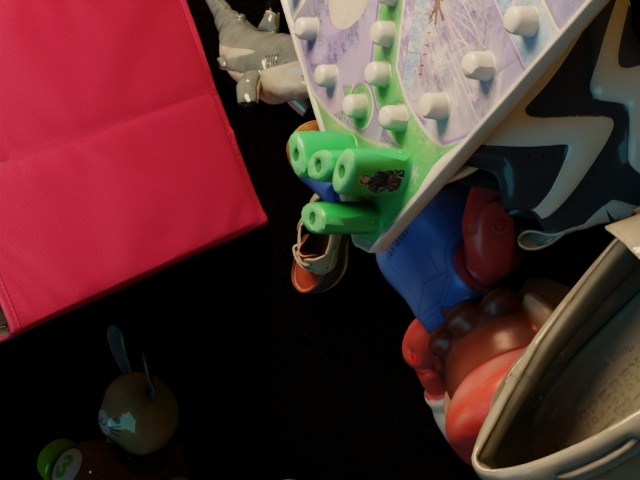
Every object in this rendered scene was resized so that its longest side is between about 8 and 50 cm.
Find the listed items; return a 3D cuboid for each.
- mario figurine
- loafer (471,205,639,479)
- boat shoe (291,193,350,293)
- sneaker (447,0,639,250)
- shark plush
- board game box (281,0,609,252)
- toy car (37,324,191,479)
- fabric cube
[{"bbox_3d":[0.114,0.022,0.795,0.320,0.170,0.198,59,178,24],"label":"mario figurine"},{"bbox_3d":[0.196,0.017,0.581,0.319,0.111,0.112,-56,44,15],"label":"loafer"},{"bbox_3d":[0.000,0.000,0.948,0.049,0.043,0.137,48,141,18],"label":"boat shoe"},{"bbox_3d":[0.099,-0.099,0.673,0.153,0.094,0.235,-33,86,8],"label":"sneaker"},{"bbox_3d":[-0.041,-0.154,0.927,0.067,0.073,0.161,-62,38,24],"label":"shark plush"},{"bbox_3d":[0.042,-0.252,0.631,0.390,0.050,0.389,-51,47,49],"label":"board game box"},{"bbox_3d":[-0.205,0.190,1.231,0.155,0.149,0.188,29,120,51],"label":"toy car"},{"bbox_3d":[-0.251,-0.069,1.030,0.254,0.258,0.259,-13,100,51],"label":"fabric cube"}]
